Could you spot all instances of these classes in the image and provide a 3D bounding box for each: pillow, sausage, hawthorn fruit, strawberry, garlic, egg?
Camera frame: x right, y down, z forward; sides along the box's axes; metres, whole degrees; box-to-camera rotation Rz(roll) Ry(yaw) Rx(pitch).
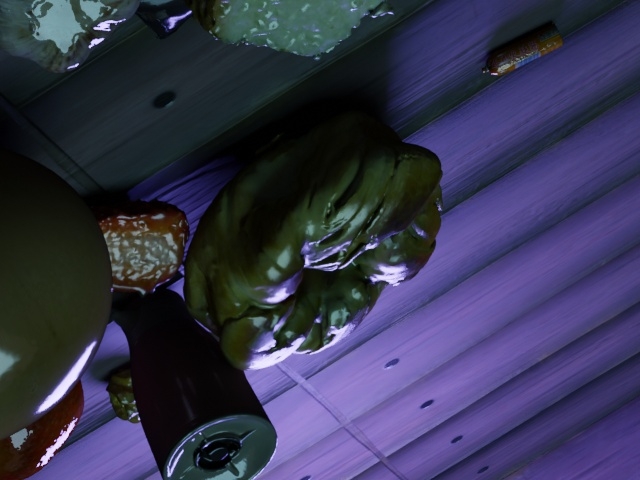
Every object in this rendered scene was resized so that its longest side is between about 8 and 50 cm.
[{"bbox_3d":[-0.125,-0.258,1.624,0.150,0.048,0.090,-38,131,13],"label":"pillow"},{"bbox_3d":[0.245,-0.230,2.075,0.107,0.031,0.031,-26,153,-9],"label":"sausage"},{"bbox_3d":[-0.366,0.184,2.021,0.225,0.196,0.196,-31,163,-51],"label":"hawthorn fruit"},{"bbox_3d":[-0.237,-0.005,1.937,0.188,0.082,0.121,9,115,-39],"label":"strawberry"},{"bbox_3d":[-0.234,-0.229,1.513,0.147,0.102,0.159,1,130,-25],"label":"garlic"},{"bbox_3d":[-0.384,0.062,1.639,0.374,0.301,0.301,-22,152,-11],"label":"egg"}]

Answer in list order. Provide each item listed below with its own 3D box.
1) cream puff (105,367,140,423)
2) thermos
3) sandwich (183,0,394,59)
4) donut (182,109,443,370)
[{"bbox_3d":[-0.257,0.205,2.300,0.058,0.083,0.083,10,175,18],"label":"cream puff"},{"bbox_3d":[-0.158,0.178,2.103,0.176,0.265,0.146,18,119,-39],"label":"thermos"},{"bbox_3d":[-0.009,-0.318,1.507,0.262,0.131,0.325,-19,140,-23],"label":"sandwich"},{"bbox_3d":[0.000,0.000,2.038,0.360,0.170,0.360,-34,156,-18],"label":"donut"}]
